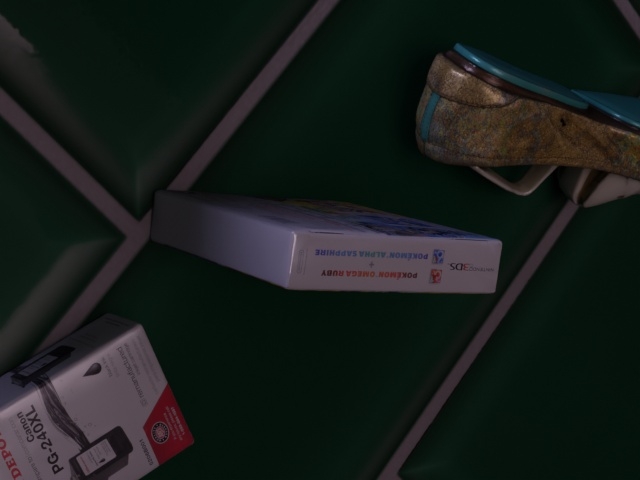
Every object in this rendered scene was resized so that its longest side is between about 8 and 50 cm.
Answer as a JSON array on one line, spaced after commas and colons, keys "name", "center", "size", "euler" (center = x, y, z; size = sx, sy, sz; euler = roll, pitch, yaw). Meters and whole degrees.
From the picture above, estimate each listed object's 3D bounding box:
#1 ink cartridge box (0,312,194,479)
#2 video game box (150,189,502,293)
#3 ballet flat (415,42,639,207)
[{"name": "ink cartridge box", "center": [-0.185, 0.139, 1.016], "size": [0.150, 0.063, 0.109], "euler": [-32, 112, -27]}, {"name": "video game box", "center": [0.000, 0.000, 1.042], "size": [0.187, 0.205, 0.048], "euler": [0, 99, -34]}, {"name": "ballet flat", "center": [0.225, -0.088, 1.251], "size": [0.348, 0.123, 0.123], "euler": [10, 90, -35]}]
